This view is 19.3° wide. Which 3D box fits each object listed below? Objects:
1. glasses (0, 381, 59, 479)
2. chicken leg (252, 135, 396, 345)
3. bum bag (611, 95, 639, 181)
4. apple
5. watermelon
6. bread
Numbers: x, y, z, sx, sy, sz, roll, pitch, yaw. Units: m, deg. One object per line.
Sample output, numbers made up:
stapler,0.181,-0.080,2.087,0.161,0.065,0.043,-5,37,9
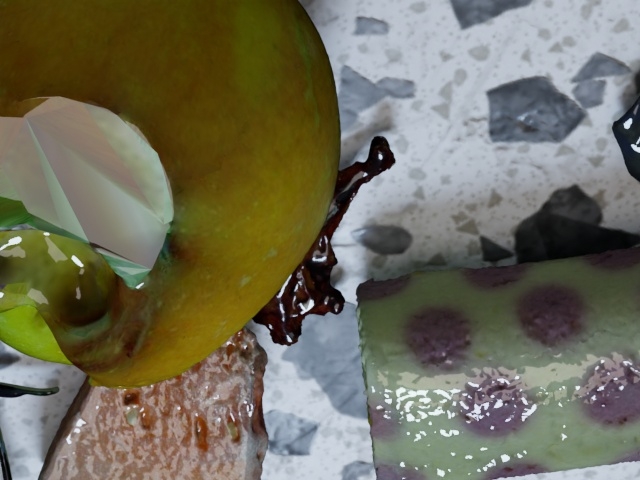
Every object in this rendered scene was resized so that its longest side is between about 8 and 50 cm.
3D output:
glasses,-0.338,0.159,1.638,0.239,0.102,0.207,29,114,-16
chicken leg,-0.007,0.000,1.596,0.089,0.048,0.219,12,117,-12
bum bag,0.395,-0.103,1.543,0.310,0.074,0.137,-2,129,0
apple,-0.163,-0.057,1.394,0.374,0.374,0.384,15,117,-10
watermelon,-0.133,0.145,1.639,0.193,0.140,0.257,14,108,-4
bread,0.201,0.108,1.603,0.338,0.155,0.187,-9,123,2
